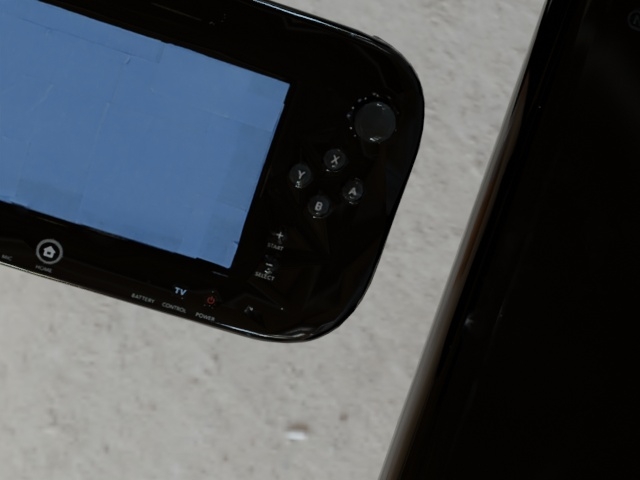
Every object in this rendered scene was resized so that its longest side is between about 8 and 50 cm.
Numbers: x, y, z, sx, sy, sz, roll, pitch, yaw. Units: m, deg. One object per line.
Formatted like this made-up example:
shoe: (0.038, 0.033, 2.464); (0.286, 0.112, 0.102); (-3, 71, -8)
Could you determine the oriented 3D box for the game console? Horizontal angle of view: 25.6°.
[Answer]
game console: (0.000, 0.000, 0.448); (0.044, 0.361, 0.213); (-135, 63, -81)
